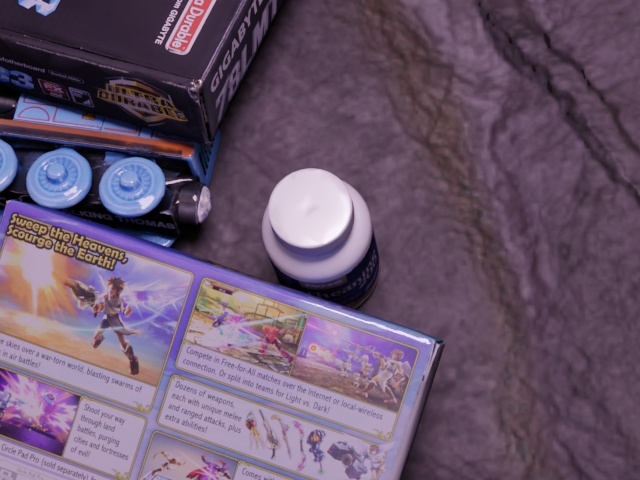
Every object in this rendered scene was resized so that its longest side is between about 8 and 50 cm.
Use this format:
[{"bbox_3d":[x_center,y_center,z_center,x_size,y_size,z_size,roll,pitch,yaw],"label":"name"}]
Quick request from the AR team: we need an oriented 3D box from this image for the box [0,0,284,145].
[{"bbox_3d":[-0.151,-0.228,1.072,0.293,0.073,0.295,17,62,15],"label":"box"}]

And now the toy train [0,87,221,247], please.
[{"bbox_3d":[-0.154,-0.055,1.048,0.184,0.080,0.105,8,64,10],"label":"toy train"}]

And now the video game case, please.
[{"bbox_3d":[-0.091,0.131,0.953,0.270,0.061,0.244,18,92,10],"label":"video game case"}]

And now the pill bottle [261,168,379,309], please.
[{"bbox_3d":[0.000,0.000,0.989,0.067,0.120,0.067,-2,72,5],"label":"pill bottle"}]
